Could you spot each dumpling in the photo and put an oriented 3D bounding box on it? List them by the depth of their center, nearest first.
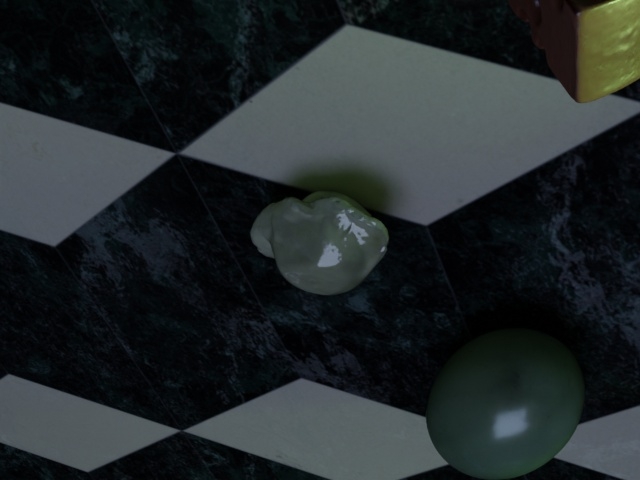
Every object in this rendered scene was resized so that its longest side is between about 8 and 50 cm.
[{"bbox_3d":[0.000,0.000,1.489,0.162,0.132,0.250,30,155,-20],"label":"dumpling"}]

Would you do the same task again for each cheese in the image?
[{"bbox_3d":[0.269,-0.237,1.074,0.202,0.177,0.128,7,137,18],"label":"cheese"}]

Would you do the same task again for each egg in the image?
[{"bbox_3d":[0.264,0.237,1.557,0.202,0.203,0.283,32,141,-9],"label":"egg"}]
